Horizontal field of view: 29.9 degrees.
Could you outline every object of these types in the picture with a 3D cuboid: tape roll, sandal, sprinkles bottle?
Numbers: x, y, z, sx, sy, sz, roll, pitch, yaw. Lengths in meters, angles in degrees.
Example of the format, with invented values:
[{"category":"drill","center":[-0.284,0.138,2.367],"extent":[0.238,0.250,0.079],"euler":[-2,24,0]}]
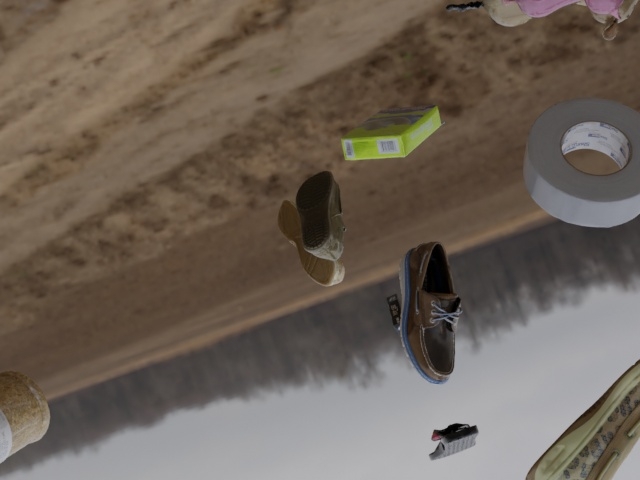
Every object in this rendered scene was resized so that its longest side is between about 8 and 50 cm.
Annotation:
[{"category":"tape roll","center":[0.441,-0.128,1.946],"extent":[0.219,0.219,0.072],"euler":[-18,146,-11]},{"category":"sandal","center":[0.187,0.275,1.696],"extent":[0.067,0.040,0.179],"euler":[-19,161,-10]},{"category":"sprinkles bottle","center":[-0.535,0.300,1.680],"extent":[0.121,0.121,0.355],"euler":[-22,-175,32]}]

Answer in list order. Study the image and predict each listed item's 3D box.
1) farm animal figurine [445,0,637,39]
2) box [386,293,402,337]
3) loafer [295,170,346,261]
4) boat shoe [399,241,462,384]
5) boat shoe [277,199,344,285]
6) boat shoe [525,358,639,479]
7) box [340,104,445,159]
[{"category":"farm animal figurine","center":[0.345,-0.261,1.181],"extent":[0.327,0.172,0.330],"euler":[-39,-140,-20]},{"category":"box","center":[0.131,0.133,1.858],"extent":[0.018,0.083,0.067],"euler":[-25,-143,11]},{"category":"loafer","center":[0.002,-0.028,1.522],"extent":[0.056,0.050,0.148],"euler":[-18,-139,21]},{"category":"boat shoe","center":[0.139,0.086,1.490],"extent":[0.066,0.183,0.066],"euler":[4,154,-30]},{"category":"boat shoe","center":[0.000,0.000,1.590],"extent":[0.059,0.170,0.063],"euler":[2,124,-29]},{"category":"boat shoe","center":[0.364,0.208,1.387],"extent":[0.285,0.089,0.104],"euler":[-48,160,13]},{"category":"box","center":[0.121,-0.179,1.957],"extent":[0.109,0.042,0.178],"euler":[-1,-158,30]}]
